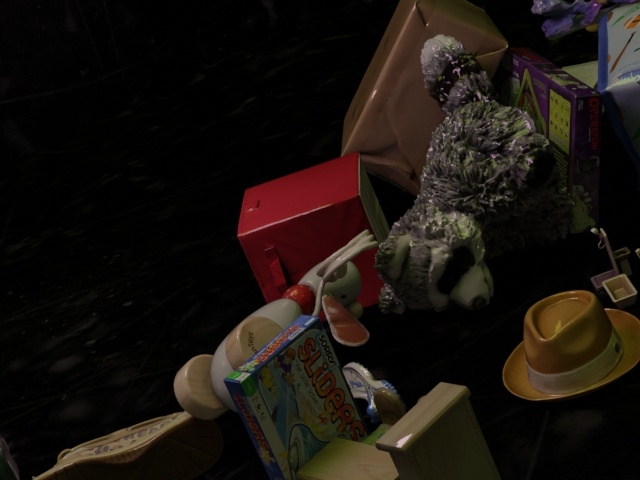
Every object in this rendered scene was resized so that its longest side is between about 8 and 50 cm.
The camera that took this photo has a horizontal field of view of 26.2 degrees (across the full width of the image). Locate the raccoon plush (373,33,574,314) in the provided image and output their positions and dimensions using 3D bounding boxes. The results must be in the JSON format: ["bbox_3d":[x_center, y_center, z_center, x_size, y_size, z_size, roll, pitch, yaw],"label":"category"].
[{"bbox_3d":[0.161,-0.077,2.008,0.299,0.216,0.446,-25,41,-5],"label":"raccoon plush"}]

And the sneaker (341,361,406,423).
[{"bbox_3d":[0.050,0.198,1.764,0.058,0.052,0.135,-35,24,-19],"label":"sneaker"}]

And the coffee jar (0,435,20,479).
[{"bbox_3d":[-0.525,0.348,1.948,0.184,0.079,0.096,-28,22,-10],"label":"coffee jar"}]

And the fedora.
[{"bbox_3d":[0.299,0.116,1.665,0.194,0.079,0.194,-20,22,9],"label":"fedora"}]

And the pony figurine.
[{"bbox_3d":[0.572,-0.448,2.479,0.364,0.302,0.351,-3,8,30],"label":"pony figurine"}]

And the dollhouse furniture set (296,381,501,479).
[{"bbox_3d":[0.067,0.239,1.494,0.212,0.161,0.242,-38,26,-33],"label":"dollhouse furniture set"}]

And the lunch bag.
[{"bbox_3d":[0.601,-0.277,2.083,0.328,0.239,0.385,-17,30,19],"label":"lunch bag"}]

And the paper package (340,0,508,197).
[{"bbox_3d":[0.168,-0.262,2.332,0.325,0.168,0.309,-87,22,-74],"label":"paper package"}]

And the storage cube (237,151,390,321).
[{"bbox_3d":[0.000,0.000,2.096,0.193,0.183,0.215,-18,22,10],"label":"storage cube"}]

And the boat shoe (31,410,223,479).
[{"bbox_3d":[-0.266,0.303,1.783,0.285,0.104,0.089,-19,15,-19],"label":"boat shoe"}]

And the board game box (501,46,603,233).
[{"bbox_3d":[0.346,-0.162,2.098,0.056,0.208,0.347,-1,20,-10],"label":"board game box"}]

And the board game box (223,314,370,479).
[{"bbox_3d":[-0.020,0.207,1.603,0.035,0.201,0.136,3,34,48],"label":"board game box"}]

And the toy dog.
[{"bbox_3d":[-0.027,0.149,1.813,0.334,0.161,0.220,-36,0,-26],"label":"toy dog"}]

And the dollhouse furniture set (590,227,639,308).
[{"bbox_3d":[0.394,0.025,1.779,0.091,0.081,0.114,-21,21,5],"label":"dollhouse furniture set"}]

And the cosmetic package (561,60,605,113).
[{"bbox_3d":[0.439,-0.236,2.378,0.099,0.060,0.239,-10,25,33],"label":"cosmetic package"}]
